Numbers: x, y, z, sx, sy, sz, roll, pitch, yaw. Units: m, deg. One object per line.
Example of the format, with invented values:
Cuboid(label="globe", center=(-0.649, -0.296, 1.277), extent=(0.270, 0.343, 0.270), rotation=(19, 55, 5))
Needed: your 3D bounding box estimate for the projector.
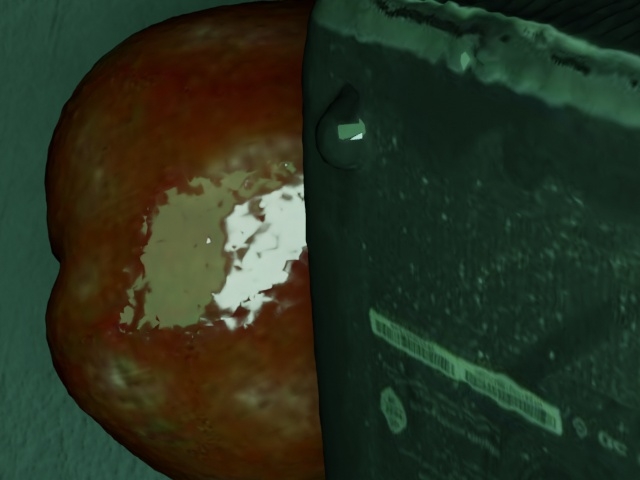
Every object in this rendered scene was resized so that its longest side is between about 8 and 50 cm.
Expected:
Cuboid(label="projector", center=(0.185, 0.081, 0.786), extent=(0.395, 0.242, 0.405), rotation=(27, 129, 53))

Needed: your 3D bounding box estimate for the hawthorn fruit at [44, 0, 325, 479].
Cuboid(label="hawthorn fruit", center=(-0.016, -0.004, 1.049), extent=(0.311, 0.295, 0.295), rotation=(-37, 67, 27))
